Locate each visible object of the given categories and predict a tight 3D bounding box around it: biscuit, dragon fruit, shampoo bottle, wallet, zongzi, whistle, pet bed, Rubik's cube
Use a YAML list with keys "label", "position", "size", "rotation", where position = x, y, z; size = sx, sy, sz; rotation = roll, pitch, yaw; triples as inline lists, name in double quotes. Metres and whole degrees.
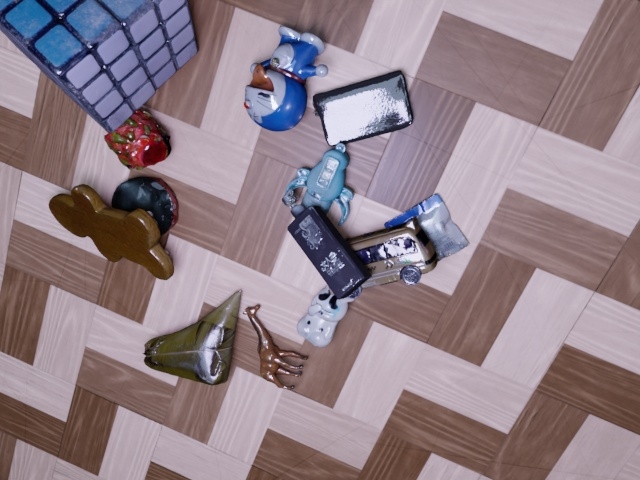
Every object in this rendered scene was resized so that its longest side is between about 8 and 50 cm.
- label: "biscuit"
  position: [-0.613, -0.046, 1.445]
  size: [0.432, 0.064, 0.282]
  rotation: [17, 137, 23]
- label: "dragon fruit"
  position: [-0.509, -0.282, 1.369]
  size: [0.160, 0.166, 0.172]
  rotation: [-46, 72, 3]
- label: "shampoo bottle"
  position: [-0.001, 0.000, 1.284]
  size: [0.098, 0.071, 0.309]
  rotation: [-45, 71, 26]
- label: "wallet"
  position: [0.108, -0.336, 1.292]
  size: [0.250, 0.044, 0.149]
  rotation: [-14, 107, 13]
- label: "zongzi"
  position: [-0.388, 0.271, 1.521]
  size: [0.274, 0.145, 0.299]
  rotation: [11, 90, 13]
- label: "whistle"
  position: [0.005, -0.136, 1.343]
  size: [0.186, 0.093, 0.273]
  rotation: [27, 112, 5]
- label: "pet bed"
  position: [-0.513, -0.096, 1.466]
  size: [0.201, 0.053, 0.201]
  rotation: [3, 106, 11]
- label: "Rubik's cube"
  position: [-0.526, -0.517, 1.144]
  size: [0.344, 0.344, 0.337]
  rotation: [42, 80, 1]

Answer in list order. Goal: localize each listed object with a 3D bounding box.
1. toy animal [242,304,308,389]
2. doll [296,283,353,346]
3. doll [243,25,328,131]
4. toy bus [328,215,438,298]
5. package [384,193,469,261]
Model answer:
- label: "toy animal"
  position: [-0.150, 0.325, 1.512]
  size: [0.230, 0.066, 0.224]
  rotation: [23, 108, 8]
- label: "doll"
  position: [0.009, 0.217, 1.429]
  size: [0.110, 0.107, 0.180]
  rotation: [34, 111, 21]
- label: "doll"
  position: [-0.092, -0.401, 1.249]
  size: [0.215, 0.161, 0.256]
  rotation: [25, 98, 32]
- label: "toy bus"
  position: [0.155, 0.046, 1.327]
  size: [0.290, 0.139, 0.157]
  rotation: [-16, 97, 24]
- label: "package"
  position: [0.287, -0.016, 1.357]
  size: [0.171, 0.027, 0.173]
  rotation: [-30, 96, 20]
